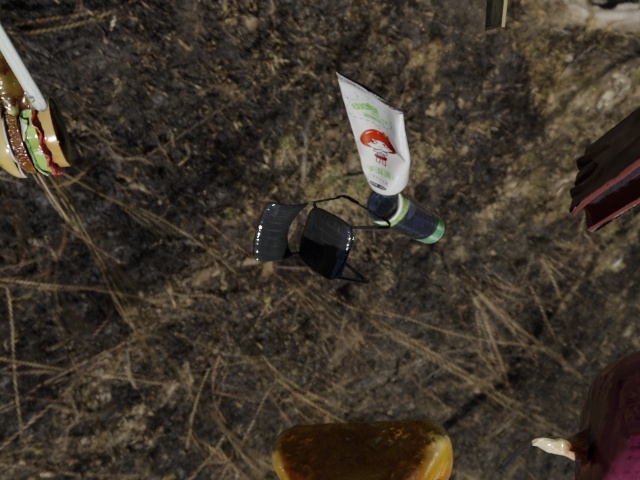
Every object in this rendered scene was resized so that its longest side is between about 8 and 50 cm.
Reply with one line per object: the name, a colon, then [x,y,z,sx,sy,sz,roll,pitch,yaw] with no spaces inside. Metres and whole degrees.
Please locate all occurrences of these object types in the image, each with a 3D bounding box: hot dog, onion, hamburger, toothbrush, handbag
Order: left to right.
toothbrush: [-0.423,-0.319,0.672,0.040,0.040,0.386,-32,112,-18]
hamburger: [-0.579,-0.203,1.188,0.136,0.175,0.175,-14,142,-13]
hot dog: [0.055,0.339,0.824,0.256,0.153,0.150,-7,134,14]
onion: [0.519,0.332,0.949,0.358,0.345,0.358,-53,173,-9]
handbag: [0.555,-0.158,1.013,0.275,0.084,0.260,-43,-174,45]

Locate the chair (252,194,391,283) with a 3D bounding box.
chair: [0.000,0.000,1.160,0.221,0.145,0.140,-2,118,-43]

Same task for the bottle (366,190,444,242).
bottle: [0.221,-0.057,1.507,0.093,0.093,0.330,-50,153,12]

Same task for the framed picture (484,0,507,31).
framed picture: [0.415,-0.568,1.416,0.201,0.010,0.136,-76,166,-73]

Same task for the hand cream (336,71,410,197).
hand cream: [0.104,-0.166,1.042,0.076,0.121,0.336,-55,158,-11]

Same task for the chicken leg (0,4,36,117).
chicken leg: [-0.574,-0.397,0.990,0.140,0.212,0.361,-9,147,-10]
